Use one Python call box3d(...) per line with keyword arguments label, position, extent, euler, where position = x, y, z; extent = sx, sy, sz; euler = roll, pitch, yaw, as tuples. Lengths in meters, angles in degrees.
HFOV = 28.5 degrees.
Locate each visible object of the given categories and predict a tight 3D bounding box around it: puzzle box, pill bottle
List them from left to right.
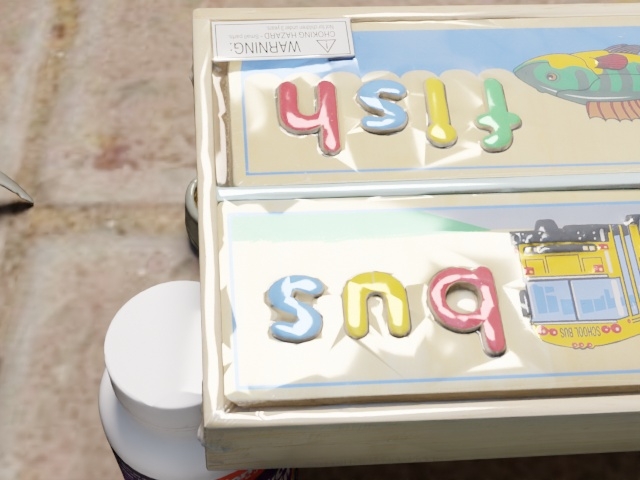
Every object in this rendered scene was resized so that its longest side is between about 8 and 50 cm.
box3d(label="pill bottle", position=(-0.071, 0.108, 0.746), extent=(0.108, 0.193, 0.108), euler=(-2, 56, 3))
box3d(label="puzzle box", position=(0.133, -0.016, 0.690), extent=(0.409, 0.052, 0.272), euler=(-2, 57, -6))

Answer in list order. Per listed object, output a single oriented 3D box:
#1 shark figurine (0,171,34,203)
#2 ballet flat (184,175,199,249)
box3d(label="shark figurine", position=(-0.372, -0.054, 0.940), extent=(0.278, 0.116, 0.166), euler=(-16, 89, 2))
box3d(label="ballet flat", position=(0.000, 0.000, 0.893), extent=(0.213, 0.068, 0.072), euler=(15, 58, 13))
